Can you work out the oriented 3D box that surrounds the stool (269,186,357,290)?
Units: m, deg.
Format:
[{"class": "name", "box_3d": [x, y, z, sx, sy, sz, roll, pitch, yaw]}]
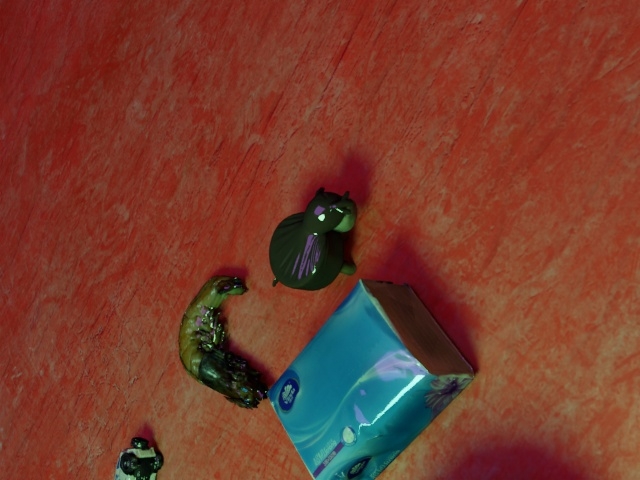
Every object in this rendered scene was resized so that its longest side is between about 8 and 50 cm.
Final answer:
[{"class": "stool", "box_3d": [0.000, 0.000, 1.456, 0.125, 0.121, 0.217, 51, 118, 37]}]

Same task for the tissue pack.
[{"class": "tissue pack", "box_3d": [0.069, 0.220, 1.343, 0.263, 0.146, 0.198, -52, 53, 24]}]

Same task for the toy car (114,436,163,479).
[{"class": "toy car", "box_3d": [-0.368, 0.479, 1.745, 0.070, 0.080, 0.170, 2, 85, 43]}]

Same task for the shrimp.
[{"class": "shrimp", "box_3d": [-0.168, 0.182, 1.627, 0.290, 0.054, 0.222, 31, 104, 45]}]
